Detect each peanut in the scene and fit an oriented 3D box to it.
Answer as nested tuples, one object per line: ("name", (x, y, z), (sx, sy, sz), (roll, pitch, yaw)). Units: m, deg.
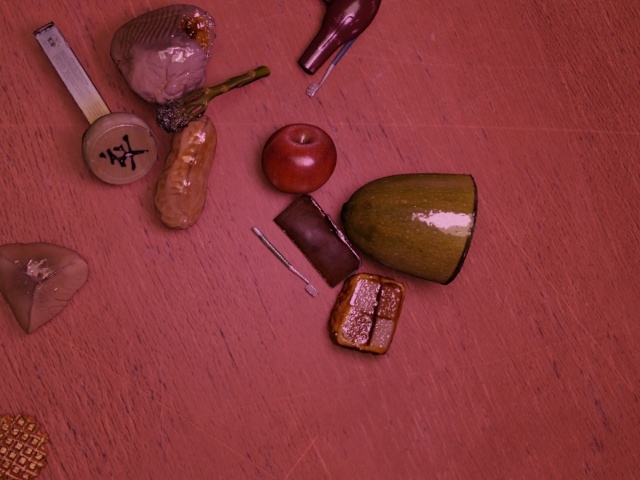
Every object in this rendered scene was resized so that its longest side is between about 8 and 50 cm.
("peanut", (-0.343, -0.178, 1.813), (0.147, 0.147, 0.305), (16, 81, -10))

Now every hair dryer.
("hair dryer", (-0.028, -0.674, 1.966), (0.340, 0.123, 0.312), (44, 89, 6))

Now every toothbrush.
("toothbrush", (0.045, -0.515, 1.992), (0.025, 0.019, 0.275), (36, 79, 1))
("toothbrush", (-0.096, 0.057, 1.910), (0.024, 0.018, 0.257), (-43, 95, -6))

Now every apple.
("apple", (-0.058, -0.211, 1.866), (0.201, 0.162, 0.201), (5, 43, -5))

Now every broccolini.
("broccolini", (-0.275, -0.374, 1.825), (0.392, 0.074, 0.078), (-36, 126, -44))

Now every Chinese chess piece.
("Chinese chess piece", (-0.504, -0.231, 1.771), (0.188, 0.188, 0.083), (-28, 47, -13))

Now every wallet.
("wallet", (0.000, 0.000, 1.895), (0.137, 0.031, 0.255), (-38, 93, 26))

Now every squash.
("squash", (0.215, -0.062, 1.845), (0.309, 0.310, 0.310), (13, 82, -8))

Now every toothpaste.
("toothpaste", (-0.625, -0.406, 1.807), (0.071, 0.089, 0.313), (-32, 93, -6))

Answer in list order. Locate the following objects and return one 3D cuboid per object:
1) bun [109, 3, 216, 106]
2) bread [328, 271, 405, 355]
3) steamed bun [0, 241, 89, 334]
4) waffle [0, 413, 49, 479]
("bun", (-0.396, -0.459, 1.796), (0.281, 0.281, 0.205), (-23, 130, -13))
("bread", (0.127, 0.196, 1.906), (0.181, 0.096, 0.222), (20, 81, -12))
("steamed bun", (-0.690, 0.086, 1.737), (0.212, 0.110, 0.231), (-29, 94, -13))
("waffle", (-0.759, 0.512, 1.717), (0.191, 0.038, 0.191), (1, 84, -11))
